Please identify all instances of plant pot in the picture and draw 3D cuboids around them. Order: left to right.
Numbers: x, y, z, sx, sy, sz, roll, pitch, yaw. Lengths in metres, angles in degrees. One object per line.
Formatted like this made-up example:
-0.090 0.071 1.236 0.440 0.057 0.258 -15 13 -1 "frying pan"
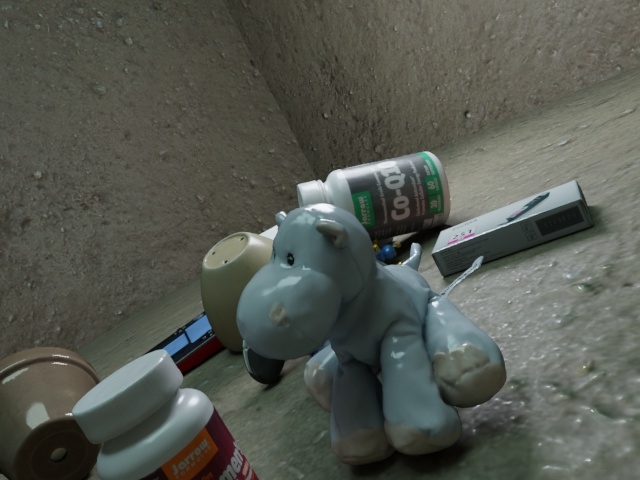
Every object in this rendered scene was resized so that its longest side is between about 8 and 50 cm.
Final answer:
-0.538 0.366 0.963 0.263 0.263 0.229 -34 27 -30 "plant pot"
-0.174 0.092 1.176 0.283 0.191 0.284 -22 31 14 "plant pot"

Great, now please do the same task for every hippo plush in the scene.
0.051 0.071 0.527 0.294 0.236 0.234 -54 32 -14 "hippo plush"

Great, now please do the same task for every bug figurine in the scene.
0.086 0.079 1.115 0.216 0.072 0.279 -25 9 13 "bug figurine"

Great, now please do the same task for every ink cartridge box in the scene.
0.372 -0.041 0.970 0.275 0.060 0.239 -24 12 29 "ink cartridge box"

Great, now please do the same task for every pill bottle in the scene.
-0.143 0.231 0.496 0.121 0.221 0.121 -28 9 5 "pill bottle"
0.132 -0.098 1.278 0.360 0.204 0.204 -13 8 -6 "pill bottle"

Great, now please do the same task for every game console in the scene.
-0.366 0.282 1.401 0.341 0.060 0.386 -31 9 -17 "game console"

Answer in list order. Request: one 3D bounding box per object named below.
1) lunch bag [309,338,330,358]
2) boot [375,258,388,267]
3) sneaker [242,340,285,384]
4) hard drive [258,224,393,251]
0.009 0.140 0.756 0.096 0.151 0.129 -67 14 -3 "lunch bag"
0.081 0.063 0.784 0.084 0.246 0.161 -55 7 10 "boot"
-0.078 0.134 0.889 0.132 0.086 0.229 133 147 -53 "sneaker"
0.000 0.000 1.421 0.352 0.047 0.233 9 27 36 "hard drive"
